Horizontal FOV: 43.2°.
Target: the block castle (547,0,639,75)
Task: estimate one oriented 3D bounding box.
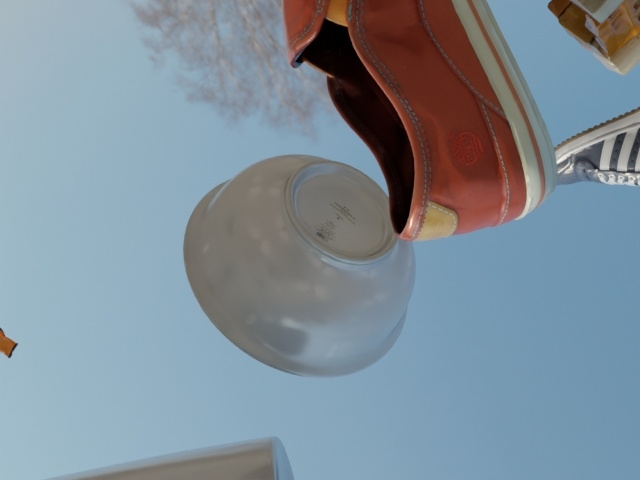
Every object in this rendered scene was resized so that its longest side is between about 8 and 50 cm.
[{"bbox_3d":[0.243,-0.384,0.782,0.213,0.453,0.303,-46,-119,13],"label":"block castle"}]

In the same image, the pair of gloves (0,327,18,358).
[{"bbox_3d":[-0.370,0.118,0.861,0.083,0.074,0.010,-52,-176,14],"label":"pair of gloves"}]

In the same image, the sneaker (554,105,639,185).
[{"bbox_3d":[0.428,-0.090,1.060,0.282,0.099,0.153,-26,-104,42],"label":"sneaker"}]

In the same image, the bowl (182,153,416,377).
[{"bbox_3d":[0.000,0.000,0.951,0.134,0.298,0.298,-54,-163,46],"label":"bowl"}]

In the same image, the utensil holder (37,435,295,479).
[{"bbox_3d":[-0.206,0.414,0.918,0.385,0.327,0.327,-11,-141,0],"label":"utensil holder"}]

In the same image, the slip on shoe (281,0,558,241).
[{"bbox_3d":[0.018,-0.148,0.477,0.101,0.331,0.123,-27,178,-10],"label":"slip on shoe"}]
